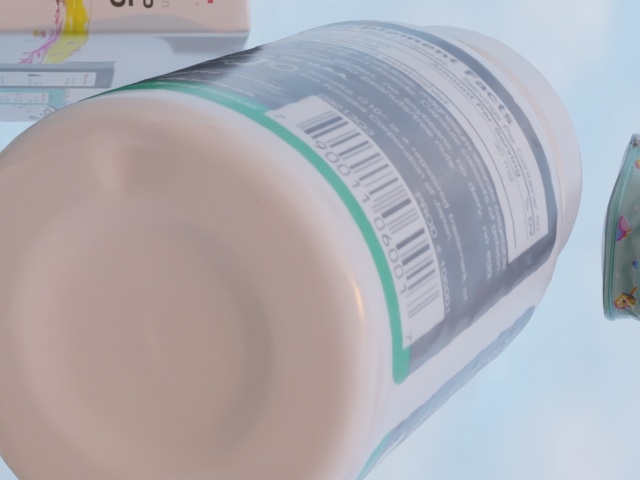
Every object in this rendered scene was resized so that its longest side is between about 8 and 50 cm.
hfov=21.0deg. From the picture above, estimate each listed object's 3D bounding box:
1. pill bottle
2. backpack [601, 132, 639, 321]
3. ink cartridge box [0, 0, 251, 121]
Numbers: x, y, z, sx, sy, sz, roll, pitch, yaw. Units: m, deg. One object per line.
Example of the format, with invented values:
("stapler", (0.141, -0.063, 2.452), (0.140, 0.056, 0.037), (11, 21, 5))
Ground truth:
("pill bottle", (0.000, 0.000, 0.855), (0.204, 0.361, 0.204), (6, -75, 23))
("backpack", (0.283, 0.006, 1.294), (0.188, 0.144, 0.166), (-70, 161, -62))
("ink cartridge box", (-0.192, -0.197, 1.158), (0.197, 0.270, 0.198), (126, -39, -74))
